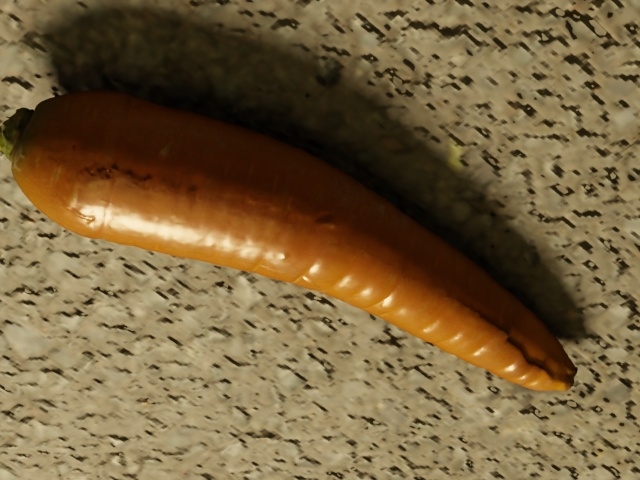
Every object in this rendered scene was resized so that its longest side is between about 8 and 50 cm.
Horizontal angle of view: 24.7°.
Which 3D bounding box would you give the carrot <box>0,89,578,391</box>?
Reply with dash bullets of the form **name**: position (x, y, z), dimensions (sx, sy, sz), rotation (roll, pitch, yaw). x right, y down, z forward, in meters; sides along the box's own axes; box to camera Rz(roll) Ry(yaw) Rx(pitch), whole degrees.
- **carrot**: position (0.000, 0.000, 0.595), dimensions (0.271, 0.062, 0.066), rotation (19, 95, -14)
